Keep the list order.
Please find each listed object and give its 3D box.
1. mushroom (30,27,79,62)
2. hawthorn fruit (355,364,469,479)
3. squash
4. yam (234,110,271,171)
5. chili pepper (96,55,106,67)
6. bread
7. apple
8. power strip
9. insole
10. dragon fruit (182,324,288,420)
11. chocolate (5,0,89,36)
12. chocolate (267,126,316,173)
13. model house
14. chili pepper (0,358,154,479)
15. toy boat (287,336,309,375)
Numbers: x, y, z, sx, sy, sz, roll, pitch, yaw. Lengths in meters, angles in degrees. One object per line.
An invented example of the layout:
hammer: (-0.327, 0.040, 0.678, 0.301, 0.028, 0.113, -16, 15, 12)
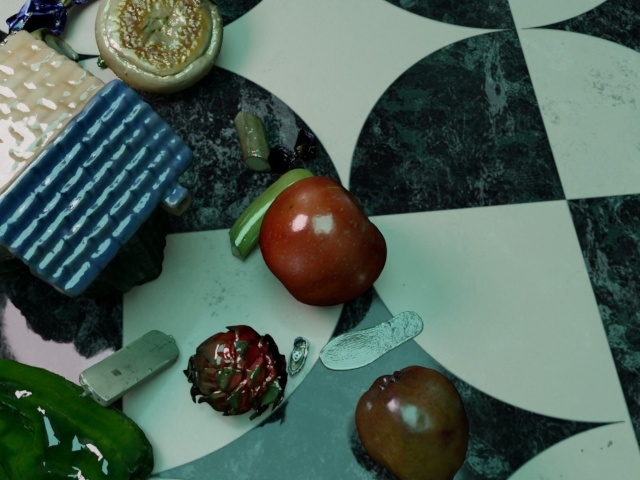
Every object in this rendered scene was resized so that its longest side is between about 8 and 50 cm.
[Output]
mushroom: (-0.637, -0.348, 1.496, 0.164, 0.189, 0.266, -21, 70, 4)
hawthorn fruit: (0.185, 0.355, 1.228, 0.208, 0.208, 0.248, -32, 96, -15)
squash: (-0.105, -0.066, 1.451, 0.083, 0.083, 0.250, 42, 73, 15)
yam: (-0.151, -0.226, 1.527, 0.070, 0.069, 0.146, -11, 66, -7)
chili pepper: (-0.476, -0.509, 1.647, 0.088, 0.059, 0.226, 32, 73, 16)
bread: (-0.373, -0.484, 1.562, 0.306, 0.159, 0.305, 2, 80, -14)
apple: (0.000, 0.000, 1.333, 0.217, 0.260, 0.260, -36, 71, 8)
power strip: (-0.367, 0.244, 1.275, 0.080, 0.029, 0.227, 39, 39, 17)
insole: (0.109, 0.209, 1.379, 0.232, 0.003, 0.080, -21, 69, -11)
dragon fruit: (-0.156, 0.248, 1.264, 0.189, 0.182, 0.182, 14, 65, -16)
chocolate: (-0.643, -0.570, 1.618, 0.126, 0.148, 0.343, 33, 57, -21)
chocolate: (-0.053, -0.203, 1.507, 0.147, 0.070, 0.072, -39, 117, -39)
model house: (-0.459, -0.054, 1.232, 0.400, 0.445, 0.395, 28, 67, 10)
chili pepper: (-0.487, 0.356, 1.202, 0.385, 0.167, 0.213, 25, 66, 10)
toy boat: (-0.046, 0.234, 1.345, 0.038, 0.038, 0.083, 14, 65, 4)
